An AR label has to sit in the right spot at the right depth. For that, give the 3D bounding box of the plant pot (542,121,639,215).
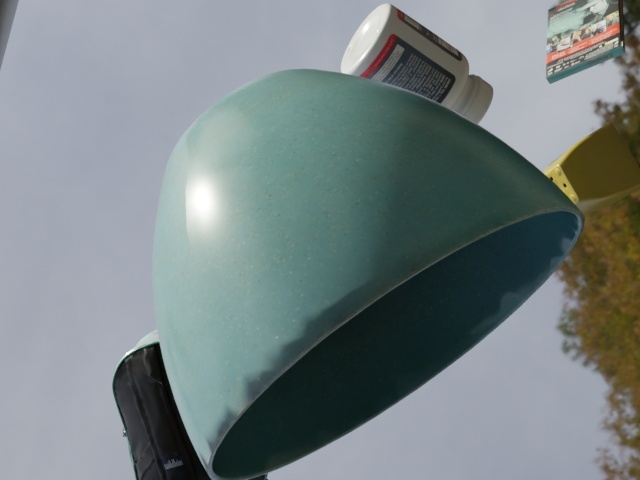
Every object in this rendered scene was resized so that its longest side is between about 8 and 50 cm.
[{"bbox_3d":[0.301,-0.072,1.149,0.083,0.081,0.081,-23,-100,-23],"label":"plant pot"}]

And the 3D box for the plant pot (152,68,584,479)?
[{"bbox_3d":[0.000,0.000,0.684,0.290,0.290,0.195,-15,-118,-45],"label":"plant pot"}]

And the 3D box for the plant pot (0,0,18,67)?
[{"bbox_3d":[-0.212,-0.153,0.325,0.323,0.323,0.280,31,-97,-17],"label":"plant pot"}]

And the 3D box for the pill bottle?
[{"bbox_3d":[0.127,-0.211,1.288,0.180,0.108,0.108,31,-136,-19],"label":"pill bottle"}]

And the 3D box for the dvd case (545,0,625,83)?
[{"bbox_3d":[0.284,-0.226,1.082,0.013,0.087,0.119,43,-139,-34],"label":"dvd case"}]

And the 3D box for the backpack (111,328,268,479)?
[{"bbox_3d":[-0.138,0.180,1.121,0.144,0.165,0.188,-62,-45,-67],"label":"backpack"}]
